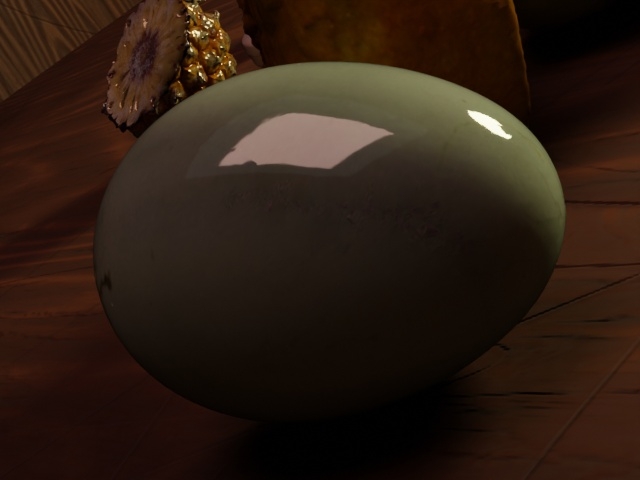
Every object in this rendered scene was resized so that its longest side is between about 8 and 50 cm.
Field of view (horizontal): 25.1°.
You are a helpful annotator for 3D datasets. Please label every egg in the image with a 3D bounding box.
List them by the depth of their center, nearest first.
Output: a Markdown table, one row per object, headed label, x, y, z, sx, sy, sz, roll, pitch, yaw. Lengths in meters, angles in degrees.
| label | x | y | z | sx | sy | sz | roll | pitch | yaw |
| --- | --- | --- | --- | --- | --- | --- | --- | --- | --- |
| egg | 0.000 | 0.000 | 0.728 | 0.264 | 0.182 | 0.183 | -9 | 28 | 39 |

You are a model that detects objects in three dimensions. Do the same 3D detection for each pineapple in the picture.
| label | x | y | z | sx | sy | sz | roll | pitch | yaw |
| --- | --- | --- | --- | --- | --- | --- | --- | --- | --- |
| pineapple | -0.136 | -0.172 | 1.549 | 0.161 | 0.137 | 0.176 | -41 | 45 | 34 |

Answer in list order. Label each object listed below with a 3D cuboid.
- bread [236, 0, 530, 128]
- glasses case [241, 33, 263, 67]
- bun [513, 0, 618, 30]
| label | x | y | z | sx | sy | sz | roll | pitch | yaw |
| --- | --- | --- | --- | --- | --- | --- | --- | --- | --- |
| bread | 0.032 | -0.167 | 0.990 | 0.172 | 0.312 | 0.312 | -17 | 17 | -4 |
| glasses case | 0.042 | -0.290 | 1.630 | 0.297 | 0.075 | 0.113 | -35 | 19 | -6 |
| bun | 0.241 | -0.328 | 1.107 | 0.362 | 0.234 | 0.326 | -44 | 16 | 8 |
